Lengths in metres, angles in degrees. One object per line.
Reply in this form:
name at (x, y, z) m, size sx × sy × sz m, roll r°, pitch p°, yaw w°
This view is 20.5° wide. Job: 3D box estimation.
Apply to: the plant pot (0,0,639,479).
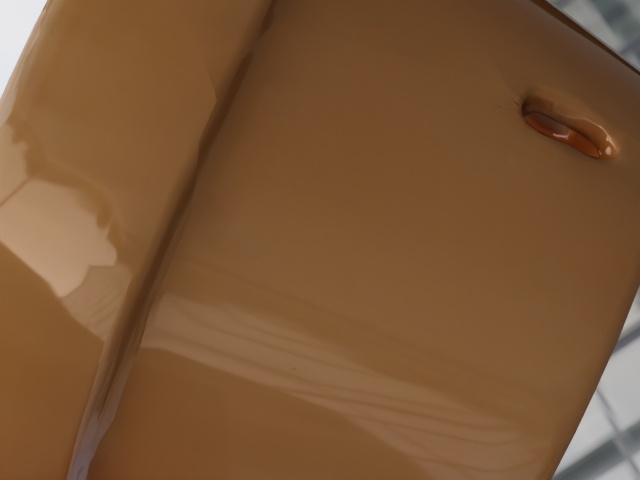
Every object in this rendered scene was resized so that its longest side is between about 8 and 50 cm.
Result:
plant pot at (0.000, 0.000, 0.655) m, size 0.203 × 0.291 × 0.291 m, roll 24°, pitch -169°, yaw 2°
